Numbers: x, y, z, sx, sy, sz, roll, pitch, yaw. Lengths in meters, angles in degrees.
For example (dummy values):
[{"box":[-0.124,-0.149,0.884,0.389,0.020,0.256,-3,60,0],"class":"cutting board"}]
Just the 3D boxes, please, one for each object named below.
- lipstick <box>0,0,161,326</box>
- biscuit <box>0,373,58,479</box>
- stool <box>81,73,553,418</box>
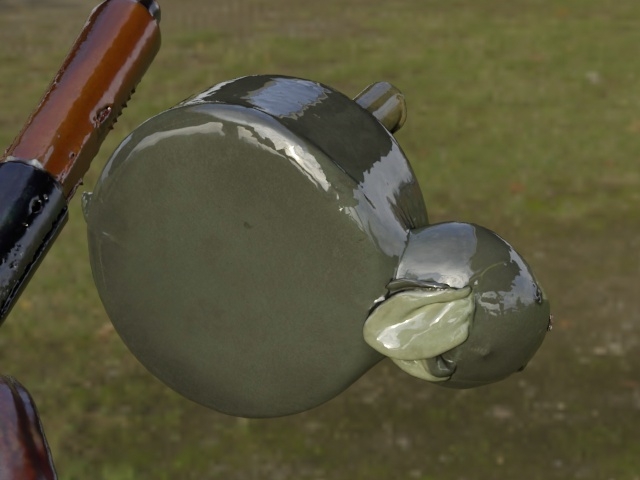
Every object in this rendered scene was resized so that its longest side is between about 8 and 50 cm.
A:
[{"box":[-0.217,-0.068,1.333,0.077,0.077,0.418,5,43,18],"class":"lipstick"},{"box":[-0.348,0.340,1.842,0.091,0.407,0.407,-9,16,-26],"class":"biscuit"},{"box":[-0.003,0.008,0.822,0.228,0.153,0.139,37,30,7],"class":"stool"}]
